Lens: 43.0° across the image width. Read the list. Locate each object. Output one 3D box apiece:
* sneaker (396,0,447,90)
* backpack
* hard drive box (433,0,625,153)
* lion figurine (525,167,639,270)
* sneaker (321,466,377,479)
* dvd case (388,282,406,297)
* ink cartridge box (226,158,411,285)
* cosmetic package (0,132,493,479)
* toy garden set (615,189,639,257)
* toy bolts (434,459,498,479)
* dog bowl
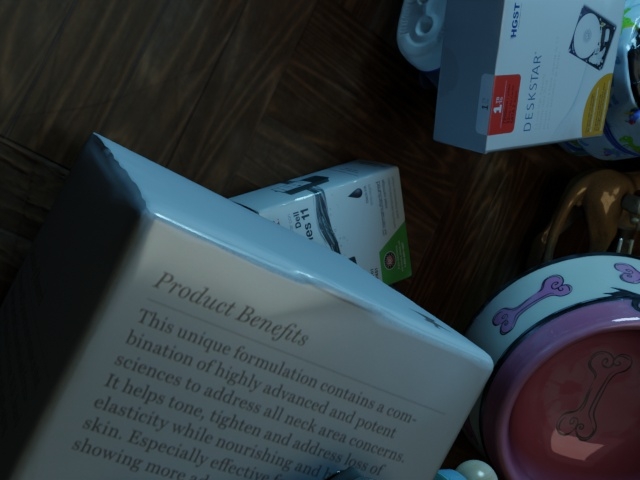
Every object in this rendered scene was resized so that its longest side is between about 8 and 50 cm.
[{"bbox_3d":[0.231,-0.331,1.074,0.236,0.130,0.323,21,85,-45],"label":"sneaker"},{"bbox_3d":[0.495,-0.259,1.209,0.355,0.273,0.290,-48,123,-41],"label":"backpack"},{"bbox_3d":[0.254,-0.210,0.985,0.232,0.089,0.181,-12,115,-36],"label":"hard drive box"},{"bbox_3d":[0.484,-0.063,1.286,0.392,0.142,0.240,-15,123,-40],"label":"lion figurine"},{"bbox_3d":[-0.032,0.204,0.576,0.222,0.083,0.118,27,74,-21],"label":"sneaker"},{"bbox_3d":[0.084,0.163,1.138,0.164,0.018,0.221,-48,123,-18],"label":"dvd case"},{"bbox_3d":[0.000,0.000,0.998,0.208,0.087,0.153,-20,112,-29],"label":"ink cartridge box"},{"bbox_3d":[-0.128,0.168,0.739,0.329,0.327,0.394,26,94,-27],"label":"cosmetic package"},{"bbox_3d":[0.520,-0.008,1.234,0.203,0.049,0.244,5,105,-31],"label":"toy garden set"},{"bbox_3d":[0.117,0.301,1.071,0.158,0.228,0.218,-20,104,-30],"label":"toy bolts"},{"bbox_3d":[0.402,0.231,1.177,0.407,0.150,0.408,-1,112,-3],"label":"dog bowl"}]
